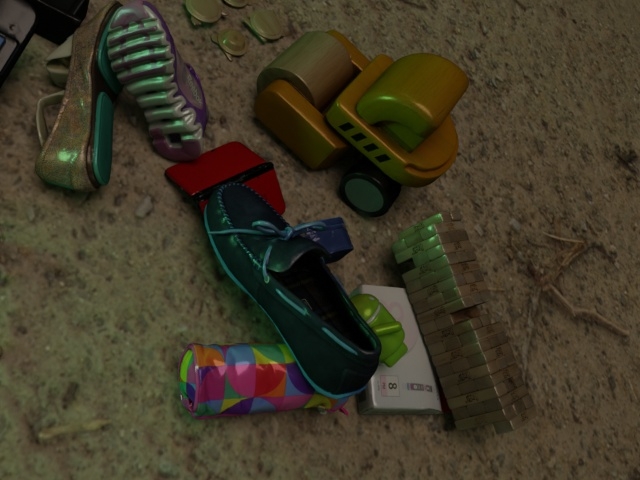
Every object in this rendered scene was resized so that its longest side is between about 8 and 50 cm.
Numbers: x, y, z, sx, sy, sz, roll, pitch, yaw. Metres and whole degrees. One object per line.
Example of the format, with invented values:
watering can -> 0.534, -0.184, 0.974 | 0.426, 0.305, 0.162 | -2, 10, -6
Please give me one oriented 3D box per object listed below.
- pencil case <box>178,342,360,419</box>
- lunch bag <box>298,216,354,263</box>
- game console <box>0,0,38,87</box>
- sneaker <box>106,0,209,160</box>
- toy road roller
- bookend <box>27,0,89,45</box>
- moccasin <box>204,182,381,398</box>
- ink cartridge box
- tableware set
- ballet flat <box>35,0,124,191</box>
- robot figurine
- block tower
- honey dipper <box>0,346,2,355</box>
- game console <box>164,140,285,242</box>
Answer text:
pencil case -> -0.068, 0.185, 0.868 | 0.237, 0.104, 0.104 | 5, 65, -24
lunch bag -> 0.000, 0.000, 1.008 | 0.099, 0.067, 0.065 | -13, 74, -33
game console -> -0.513, -0.245, 0.752 | 0.250, 0.173, 0.293 | 27, 75, -14
sneaker -> -0.223, -0.236, 0.945 | 0.095, 0.236, 0.104 | -1, 41, 19
toy road roller -> 0.082, -0.224, 1.051 | 0.330, 0.240, 0.202 | 41, 55, -5
bookend -> -0.408, -0.392, 0.981 | 0.157, 0.072, 0.156 | 27, 57, -15
moccasin -> -0.025, 0.039, 0.866 | 0.138, 0.116, 0.342 | -25, 67, -42
ink cartridge box -> 0.160, 0.172, 1.019 | 0.233, 0.066, 0.188 | 5, 65, -21
tableware set -> -0.150, -0.391, 1.146 | 0.141, 0.020, 0.169 | 51, 54, 0
ballet flat -> -0.339, -0.214, 0.920 | 0.106, 0.107, 0.315 | 0, 62, 3
robot figurine -> 0.072, 0.123, 0.916 | 0.067, 0.101, 0.115 | -42, 104, -9
block tower -> 0.215, 0.127, 1.008 | 0.091, 0.097, 0.335 | -7, 73, -48
honey dipper -> -0.402, 0.065, 0.796 | 0.031, 0.030, 0.160 | -5, 73, -29
game console -> -0.143, -0.075, 1.003 | 0.144, 0.085, 0.124 | -30, 114, -34
